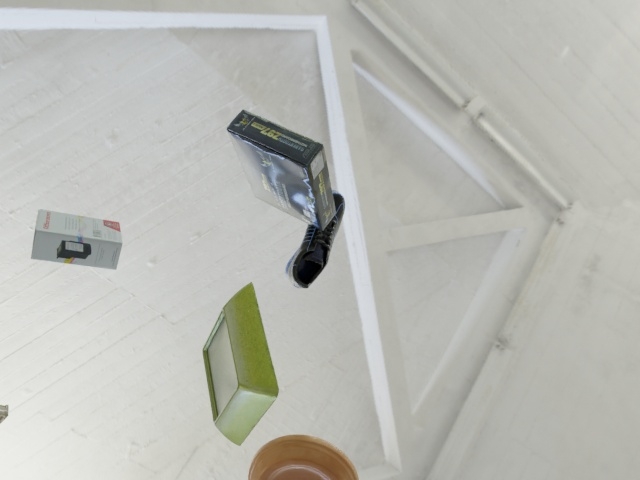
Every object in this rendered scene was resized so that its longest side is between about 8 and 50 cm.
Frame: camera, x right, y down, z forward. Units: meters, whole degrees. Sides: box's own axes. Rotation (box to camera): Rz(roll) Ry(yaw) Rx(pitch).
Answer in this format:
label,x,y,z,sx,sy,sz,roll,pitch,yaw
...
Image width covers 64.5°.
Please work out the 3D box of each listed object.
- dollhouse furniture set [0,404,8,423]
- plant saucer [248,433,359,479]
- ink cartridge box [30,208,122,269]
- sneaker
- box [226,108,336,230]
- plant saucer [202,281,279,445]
label,x,y,z,sx,sy,sz,roll,pitch,yaw
dollhouse furniture set,-0.783,0.353,1.047,0.161,0.101,0.182,-43,-43,9
plant saucer,-0.032,0.432,0.885,0.199,0.037,0.200,2,-72,7
ink cartridge box,-0.548,-0.003,1.144,0.175,0.127,0.072,11,-70,-29
sneaker,0.000,0.000,1.116,0.081,0.090,0.232,24,-88,-22
box,-0.070,-0.130,0.992,0.183,0.233,0.059,28,-112,20
plant saucer,-0.135,0.191,0.776,0.045,0.188,0.188,3,-132,-29
